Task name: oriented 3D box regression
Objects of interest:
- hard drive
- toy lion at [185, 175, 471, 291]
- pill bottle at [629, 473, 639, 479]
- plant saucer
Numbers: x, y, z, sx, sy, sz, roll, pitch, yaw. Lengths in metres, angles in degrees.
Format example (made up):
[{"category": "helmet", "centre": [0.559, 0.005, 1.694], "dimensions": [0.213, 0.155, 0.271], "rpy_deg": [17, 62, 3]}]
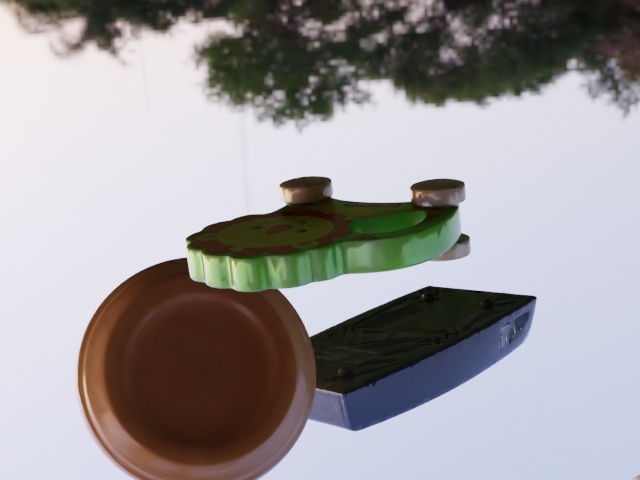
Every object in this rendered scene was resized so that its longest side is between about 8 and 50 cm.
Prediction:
[{"category": "hard drive", "centre": [0.071, 0.108, 1.173], "dimensions": [0.255, 0.054, 0.172], "rpy_deg": [-22, -164, -37]}, {"category": "toy lion", "centre": [0.000, 0.000, 0.497], "dimensions": [0.100, 0.034, 0.096], "rpy_deg": [2, -163, 27]}, {"category": "pill bottle", "centre": [0.231, 0.210, 0.657], "dimensions": [0.103, 0.184, 0.103], "rpy_deg": [-8, 159, -3]}, {"category": "plant saucer", "centre": [-0.099, 0.108, 1.007], "dimensions": [0.200, 0.199, 0.037], "rpy_deg": [-8, 168, -13]}]
